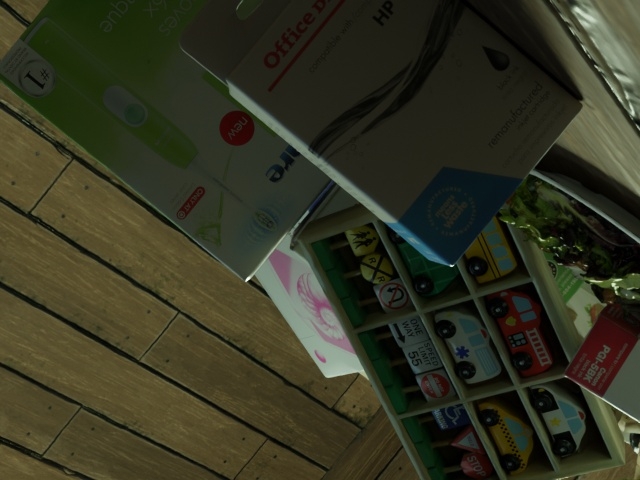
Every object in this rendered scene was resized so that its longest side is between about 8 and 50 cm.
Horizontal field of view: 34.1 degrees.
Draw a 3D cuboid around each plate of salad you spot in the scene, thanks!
[{"bbox_3d":[0.193,0.016,0.699,0.200,0.048,0.200,40,180,0],"label":"plate of salad"}]

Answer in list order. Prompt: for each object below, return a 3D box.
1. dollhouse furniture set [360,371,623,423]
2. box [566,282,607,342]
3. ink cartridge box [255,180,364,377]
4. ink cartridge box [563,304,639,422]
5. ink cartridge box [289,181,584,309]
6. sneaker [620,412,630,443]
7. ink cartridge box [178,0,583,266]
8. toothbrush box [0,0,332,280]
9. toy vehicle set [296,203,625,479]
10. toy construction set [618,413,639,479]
[{"bbox_3d":[0.200,0.076,1.452,0.362,0.256,0.394,38,160,-24],"label":"dollhouse furniture set"},{"bbox_3d":[0.298,0.109,1.056,0.324,0.063,0.067,39,-178,-17],"label":"box"},{"bbox_3d":[0.000,0.000,1.194,0.324,0.071,0.330,56,155,-3],"label":"ink cartridge box"},{"bbox_3d":[0.254,0.100,0.744,0.135,0.056,0.099,33,-160,18],"label":"ink cartridge box"},{"bbox_3d":[0.100,0.008,0.897,0.212,0.154,0.093,38,-176,-6],"label":"ink cartridge box"},{"bbox_3d":[0.480,0.262,1.507,0.235,0.090,0.095,42,-168,23],"label":"sneaker"},{"bbox_3d":[0.025,-0.083,0.523,0.180,0.104,0.060,39,-179,-5],"label":"ink cartridge box"},{"bbox_3d":[-0.108,-0.131,0.935,0.283,0.206,0.122,40,180,-2],"label":"toothbrush box"},{"bbox_3d":[0.114,0.080,0.825,0.267,0.166,0.035,63,-155,-16],"label":"toy vehicle set"},{"bbox_3d":[0.486,0.332,1.326,0.308,0.237,0.257,10,180,21],"label":"toy construction set"}]
